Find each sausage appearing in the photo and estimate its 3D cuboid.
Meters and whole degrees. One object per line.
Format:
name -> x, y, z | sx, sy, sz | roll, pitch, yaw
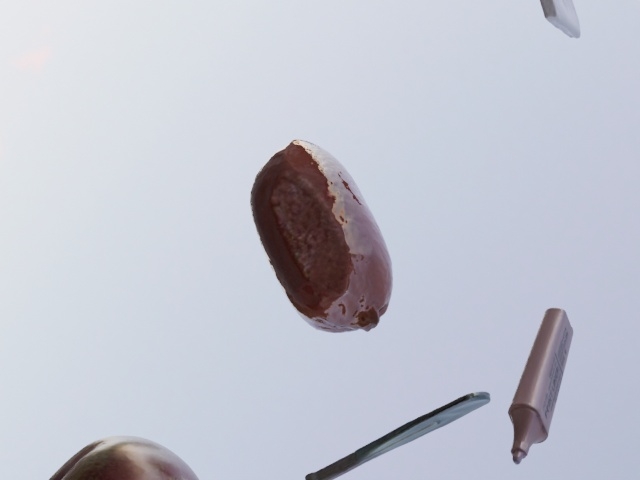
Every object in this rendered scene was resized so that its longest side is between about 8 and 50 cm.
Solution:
sausage -> 0.000, 0.000, 2.139 | 0.148, 0.148, 0.254 | -45, -112, 42

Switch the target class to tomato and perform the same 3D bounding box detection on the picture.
tomato -> -0.228, 0.353, 1.985 | 0.270, 0.222, 0.270 | -45, -171, 9

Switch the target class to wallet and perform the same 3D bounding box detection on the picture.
wallet -> 0.319, -0.345, 2.495 | 0.032, 0.183, 0.124 | -21, -98, 16

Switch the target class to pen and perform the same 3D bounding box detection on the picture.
pen -> 0.212, 0.144, 1.751 | 0.032, 0.053, 0.197 | -4, -141, 27

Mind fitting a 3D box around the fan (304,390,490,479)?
fan -> 0.093, 0.250, 2.244 | 0.282, 0.057, 0.023 | -31, -110, 29
